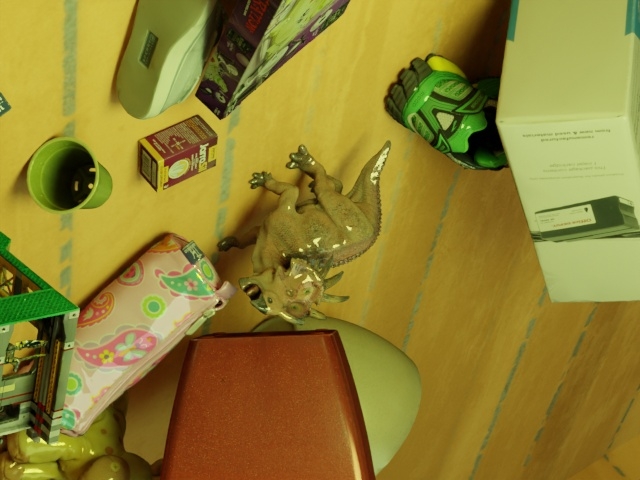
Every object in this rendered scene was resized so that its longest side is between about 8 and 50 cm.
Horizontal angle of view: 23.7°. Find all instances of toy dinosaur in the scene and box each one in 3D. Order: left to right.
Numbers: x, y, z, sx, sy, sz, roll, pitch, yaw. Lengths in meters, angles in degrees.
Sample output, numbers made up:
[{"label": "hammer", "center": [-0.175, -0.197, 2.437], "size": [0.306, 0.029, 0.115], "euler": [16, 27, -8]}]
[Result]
[{"label": "toy dinosaur", "center": [0.000, 0.000, 1.938], "size": [0.295, 0.200, 0.127], "euler": [-31, 150, -21]}]

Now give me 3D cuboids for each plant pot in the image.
[{"label": "plant pot", "center": [-0.263, -0.065, 1.657], "size": [0.083, 0.083, 0.079], "euler": [-46, 164, 7]}, {"label": "plant pot", "center": [-0.066, 0.235, 1.959], "size": [0.267, 0.236, 0.267], "euler": [-3, 178, 3]}, {"label": "plant pot", "center": [-0.025, 0.216, 2.188], "size": [0.284, 0.284, 0.191], "euler": [-43, 118, 3]}]

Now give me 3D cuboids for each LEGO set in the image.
[{"label": "LEGO set", "center": [-0.410, 0.129, 1.548], "size": [0.331, 0.255, 0.192], "euler": [-18, 128, -50]}]

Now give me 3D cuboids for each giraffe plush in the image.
[{"label": "giraffe plush", "center": [-0.296, 0.301, 2.016], "size": [0.210, 0.170, 0.181], "euler": [-8, 137, -46]}]

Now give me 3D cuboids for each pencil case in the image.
[{"label": "pencil case", "center": [-0.239, 0.116, 1.887], "size": [0.284, 0.124, 0.124], "euler": [-42, 152, 1]}]

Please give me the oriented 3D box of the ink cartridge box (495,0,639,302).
[{"label": "ink cartridge box", "center": [0.358, -0.140, 2.013], "size": [0.166, 0.285, 0.395], "euler": [-2, 144, 19]}]

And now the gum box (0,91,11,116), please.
[{"label": "gum box", "center": [-0.344, -0.195, 1.276], "size": [0.041, 0.157, 0.184], "euler": [-38, 152, -7]}]

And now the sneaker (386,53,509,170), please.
[{"label": "sneaker", "center": [0.224, -0.141, 2.083], "size": [0.134, 0.146, 0.343], "euler": [-53, 151, 19]}]

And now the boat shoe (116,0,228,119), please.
[{"label": "boat shoe", "center": [-0.143, -0.224, 1.589], "size": [0.081, 0.079, 0.227], "euler": [-25, 154, -46]}]

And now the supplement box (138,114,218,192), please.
[{"label": "supplement box", "center": [-0.164, -0.100, 1.758], "size": [0.083, 0.043, 0.055], "euler": [-28, 147, -26]}]

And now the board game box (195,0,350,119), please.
[{"label": "board game box", "center": [-0.015, -0.256, 1.546], "size": [0.208, 0.056, 0.347], "euler": [-48, 180, -21]}]
